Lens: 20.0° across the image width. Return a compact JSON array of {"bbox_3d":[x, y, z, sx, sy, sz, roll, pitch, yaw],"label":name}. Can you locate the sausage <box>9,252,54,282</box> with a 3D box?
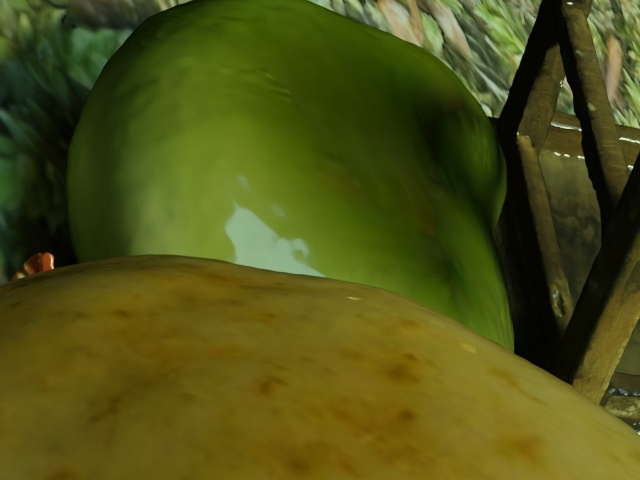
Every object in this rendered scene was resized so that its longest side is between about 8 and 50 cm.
[{"bbox_3d":[-0.060,0.119,0.598,0.083,0.083,0.264,14,49,-54],"label":"sausage"}]

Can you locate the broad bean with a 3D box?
[{"bbox_3d":[0.001,0.000,0.780,0.238,0.119,0.291,57,27,-7],"label":"broad bean"}]

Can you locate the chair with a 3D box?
[{"bbox_3d":[0.183,0.027,0.915,0.240,0.416,0.203,8,46,-17],"label":"chair"}]

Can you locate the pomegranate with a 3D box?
[{"bbox_3d":[-0.038,0.147,0.388,0.307,0.307,0.307,40,32,-31],"label":"pomegranate"}]
